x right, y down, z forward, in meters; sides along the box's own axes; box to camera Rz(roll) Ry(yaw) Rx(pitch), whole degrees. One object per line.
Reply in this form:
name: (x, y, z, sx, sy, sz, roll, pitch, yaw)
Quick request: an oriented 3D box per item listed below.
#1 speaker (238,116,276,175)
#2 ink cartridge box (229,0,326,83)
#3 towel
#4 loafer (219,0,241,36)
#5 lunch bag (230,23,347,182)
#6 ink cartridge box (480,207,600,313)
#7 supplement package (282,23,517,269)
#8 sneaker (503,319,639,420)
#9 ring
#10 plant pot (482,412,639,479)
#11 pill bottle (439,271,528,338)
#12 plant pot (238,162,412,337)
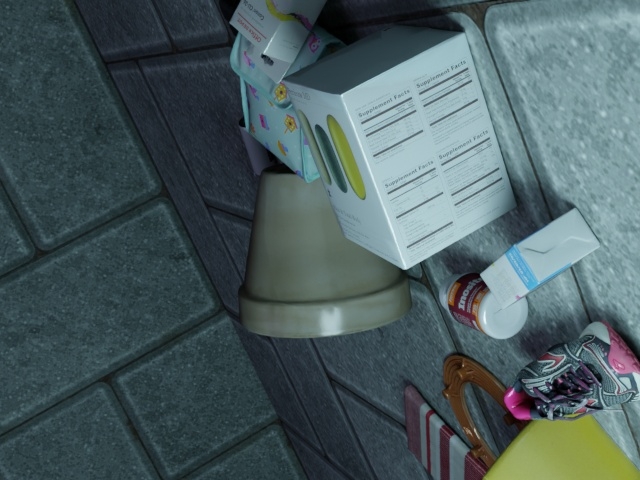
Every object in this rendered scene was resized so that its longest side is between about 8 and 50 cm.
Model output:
speaker: (-0.142, -0.215, 2.319, 0.055, 0.055, 0.136, 42, 155, 48)
ink cartridge box: (-0.069, -0.362, 1.624, 0.115, 0.067, 0.198, 47, 116, 39)
towel: (0.294, 0.486, 2.226, 0.329, 0.037, 0.237, 45, 156, 38)
loafer: (-0.123, -0.398, 1.930, 0.223, 0.076, 0.078, 52, 167, 44)
lunch bag: (-0.039, -0.266, 1.743, 0.223, 0.160, 0.262, 43, 150, 42)
ink cartridge box: (0.282, 0.032, 1.365, 0.062, 0.104, 0.181, 58, 163, 10)
supplement package: (0.110, -0.138, 1.433, 0.199, 0.198, 0.263, 30, 146, 61)
sneaker: (0.354, 0.200, 1.423, 0.121, 0.112, 0.299, 58, 163, 11)
ring: (0.327, 0.366, 1.927, 0.337, 0.032, 0.337, 54, 163, 25)
plant pot: (0.362, 0.398, 1.595, 0.212, 0.187, 0.212, 52, 162, 27)
pill bottle: (0.250, 0.097, 1.607, 0.152, 0.086, 0.086, 20, 137, 66)
plant pot: (0.000, 0.000, 1.882, 0.323, 0.323, 0.280, -158, 62, -65)
